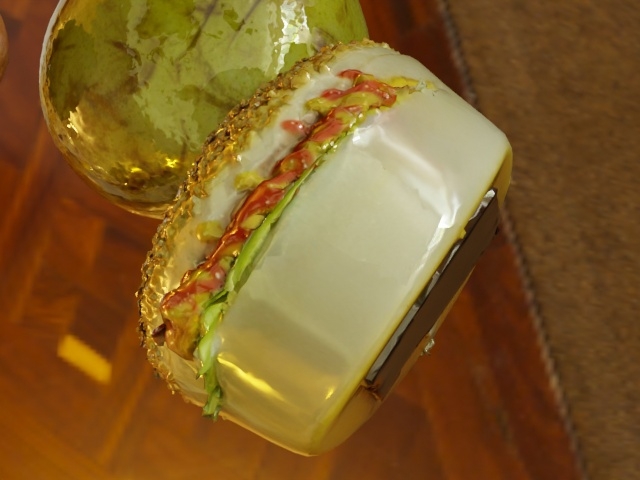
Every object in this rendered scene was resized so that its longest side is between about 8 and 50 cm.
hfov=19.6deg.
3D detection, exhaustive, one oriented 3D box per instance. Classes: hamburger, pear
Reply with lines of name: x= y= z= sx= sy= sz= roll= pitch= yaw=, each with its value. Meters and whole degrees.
hamburger: x=0.000 y=0.000 z=1.217 sx=0.179 sy=0.294 sz=0.276 roll=34 pitch=87 yaw=11
pear: x=-0.093 y=-0.149 z=1.520 sx=0.283 sy=0.283 sz=0.284 roll=-6 pitch=80 yaw=37

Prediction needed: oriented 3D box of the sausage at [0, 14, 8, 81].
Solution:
sausage: x=-0.363 y=-0.134 z=1.491 sx=0.268 sy=0.141 sz=0.153 roll=-20 pitch=107 yaw=33
